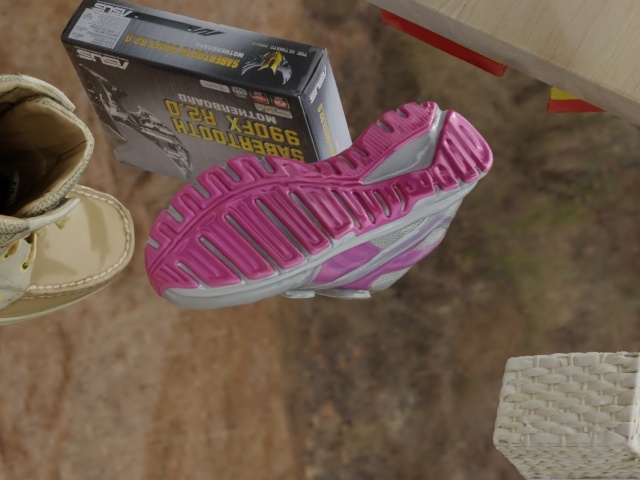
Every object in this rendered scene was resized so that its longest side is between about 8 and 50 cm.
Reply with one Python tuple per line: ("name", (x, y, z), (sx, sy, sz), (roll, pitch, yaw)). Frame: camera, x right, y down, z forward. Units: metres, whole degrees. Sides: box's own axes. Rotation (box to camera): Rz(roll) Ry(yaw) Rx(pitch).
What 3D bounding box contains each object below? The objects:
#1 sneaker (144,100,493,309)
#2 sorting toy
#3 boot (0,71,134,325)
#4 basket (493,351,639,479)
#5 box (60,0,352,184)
("sneaker", (0.000, 0.000, 1.200), (0.103, 0.252, 0.111), (57, -25, 34))
("sorting toy", (0.182, -0.187, 1.091), (0.257, 0.255, 0.089), (-56, 162, -22))
("boot", (-0.174, -0.021, 0.981), (0.262, 0.203, 0.095), (5, 71, -41))
("basket", (0.267, 0.176, 1.762), (0.103, 0.167, 0.113), (41, 53, -47))
("box", (-0.091, -0.113, 1.513), (0.056, 0.231, 0.183), (-62, 156, -27))
